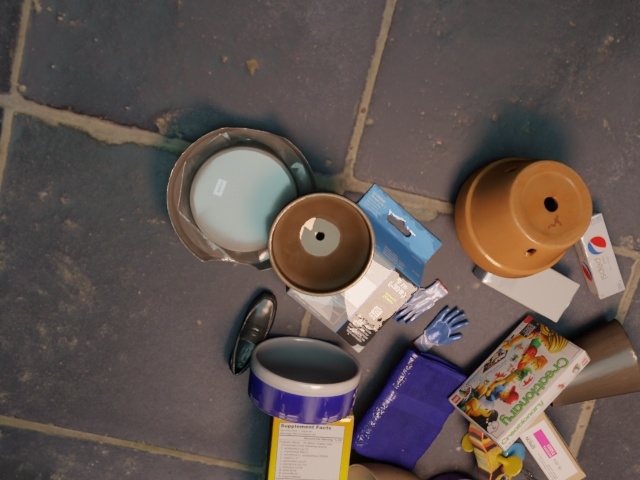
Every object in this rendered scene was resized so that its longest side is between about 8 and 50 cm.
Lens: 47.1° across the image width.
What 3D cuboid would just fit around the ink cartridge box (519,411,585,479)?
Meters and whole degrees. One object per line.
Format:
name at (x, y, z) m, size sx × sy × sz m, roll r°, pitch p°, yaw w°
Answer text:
ink cartridge box at (0.553, 0.492, 1.882) m, size 0.088 × 0.193 × 0.234 m, roll -33°, pitch 103°, yaw 5°

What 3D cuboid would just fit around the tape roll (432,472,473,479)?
tape roll at (0.360, 0.721, 1.946) m, size 0.189 × 0.080 × 0.189 m, roll 2°, pitch 85°, yaw -18°

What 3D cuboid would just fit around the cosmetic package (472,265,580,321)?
cosmetic package at (0.515, 0.097, 1.841) m, size 0.231 × 0.085 × 0.117 m, roll 29°, pitch 99°, yaw -12°

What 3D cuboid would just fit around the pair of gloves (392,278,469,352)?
pair of gloves at (0.278, 0.194, 1.878) m, size 0.159 × 0.023 × 0.198 m, roll -35°, pitch 104°, yaw 4°

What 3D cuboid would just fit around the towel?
towel at (0.225, 0.430, 1.886) m, size 0.227 × 0.076 × 0.308 m, roll 28°, pitch 98°, yaw -26°

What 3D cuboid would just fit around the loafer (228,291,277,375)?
loafer at (-0.166, 0.235, 1.826) m, size 0.076 × 0.078 × 0.223 m, roll 23°, pitch 101°, yaw -10°

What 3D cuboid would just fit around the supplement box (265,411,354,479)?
supplement box at (-0.037, 0.556, 1.853) m, size 0.194 × 0.195 × 0.356 m, roll 5°, pitch 104°, yaw -6°

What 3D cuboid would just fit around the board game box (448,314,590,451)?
board game box at (0.486, 0.346, 1.810) m, size 0.305 × 0.193 × 0.053 m, roll -45°, pitch 127°, yaw -7°

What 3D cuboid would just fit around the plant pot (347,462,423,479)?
plant pot at (0.192, 0.691, 1.846) m, size 0.191 × 0.284 × 0.284 m, roll -2°, pitch 105°, yaw -27°

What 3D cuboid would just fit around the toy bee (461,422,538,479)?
toy bee at (0.453, 0.576, 1.888) m, size 0.162 × 0.195 × 0.298 m, roll -40°, pitch 95°, yaw -20°

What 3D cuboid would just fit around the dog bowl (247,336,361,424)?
dog bowl at (-0.040, 0.331, 1.763) m, size 0.265 × 0.265 × 0.104 m, roll 8°, pitch 106°, yaw -6°

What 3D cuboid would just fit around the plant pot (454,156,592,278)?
plant pot at (0.482, -0.067, 1.689) m, size 0.291 × 0.203 × 0.291 m, roll 2°, pitch 81°, yaw -12°

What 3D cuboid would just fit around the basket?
basket at (0.677, 0.331, 1.879) m, size 0.227 × 0.154 × 0.204 m, roll -20°, pitch 106°, yaw 5°

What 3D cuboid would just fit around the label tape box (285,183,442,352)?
label tape box at (0.111, 0.067, 1.790) m, size 0.240 × 0.106 × 0.333 m, roll 40°, pitch 98°, yaw -11°

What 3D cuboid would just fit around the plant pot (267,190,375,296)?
plant pot at (0.000, 0.000, 1.660) m, size 0.237 × 0.110 × 0.237 m, roll -1°, pitch 103°, yaw -3°

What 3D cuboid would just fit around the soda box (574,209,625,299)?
soda box at (0.689, 0.033, 1.842) m, size 0.069 × 0.074 × 0.216 m, roll -22°, pitch 104°, yaw 1°

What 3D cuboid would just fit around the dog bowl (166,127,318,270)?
dog bowl at (-0.180, -0.102, 1.733) m, size 0.349 × 0.102 × 0.349 m, roll -1°, pitch 103°, yaw -4°
